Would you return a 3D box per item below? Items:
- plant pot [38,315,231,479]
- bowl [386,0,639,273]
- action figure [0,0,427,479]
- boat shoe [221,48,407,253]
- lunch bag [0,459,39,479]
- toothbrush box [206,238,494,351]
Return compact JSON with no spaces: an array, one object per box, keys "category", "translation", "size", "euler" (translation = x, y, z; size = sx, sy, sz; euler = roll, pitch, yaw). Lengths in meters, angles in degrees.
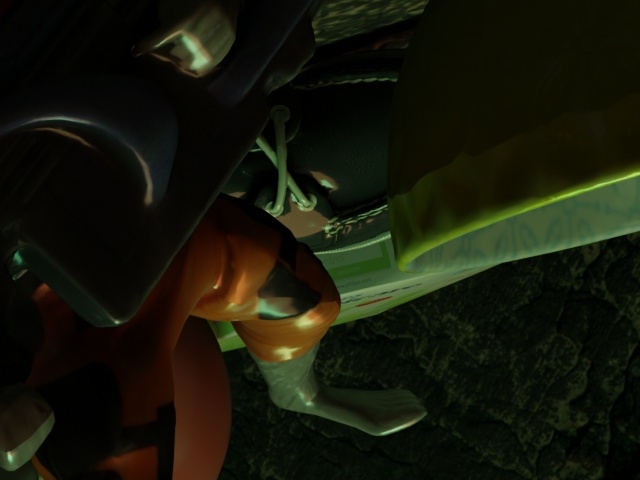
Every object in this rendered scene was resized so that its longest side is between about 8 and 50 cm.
[{"category":"plant pot","translation":[-0.203,0.096,1.354],"size":[0.275,0.275,0.243],"euler":[-15,166,-4]},{"category":"bowl","translation":[0.150,-0.098,0.771],"size":[0.289,0.156,0.289],"euler":[-15,175,-1]},{"category":"action figure","translation":[-0.116,0.033,0.646],"size":[0.178,0.330,0.341],"euler":[1,-139,45]},{"category":"boat shoe","translation":[-0.046,-0.034,1.114],"size":[0.302,0.114,0.091],"euler":[-18,179,20]},{"category":"lunch bag","translation":[-0.225,0.045,0.845],"size":[0.160,0.223,0.262],"euler":[-19,178,-30]},{"category":"toothbrush box","translation":[0.000,0.000,1.530],"size":[0.206,0.122,0.283],"euler":[-12,172,-26]}]
